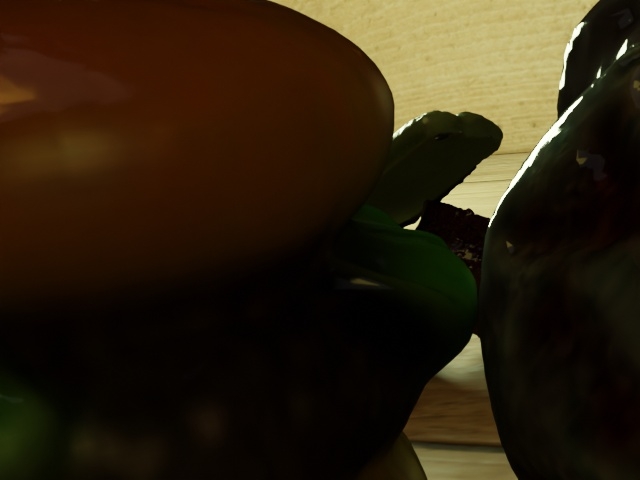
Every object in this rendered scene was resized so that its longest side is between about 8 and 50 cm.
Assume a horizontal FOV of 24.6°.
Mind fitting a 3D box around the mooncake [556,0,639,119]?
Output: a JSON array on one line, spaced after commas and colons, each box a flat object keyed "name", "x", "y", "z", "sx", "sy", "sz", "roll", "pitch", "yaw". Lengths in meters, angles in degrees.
[{"name": "mooncake", "x": 0.353, "y": -0.096, "z": 0.951, "sx": 0.381, "sy": 0.351, "sz": 0.212, "roll": -18, "pitch": 17, "yaw": -6}]

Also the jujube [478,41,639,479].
[{"name": "jujube", "x": 0.200, "y": 0.029, "z": 0.433, "sx": 0.307, "sy": 0.215, "sz": 0.247, "roll": 4, "pitch": 39, "yaw": -6}]

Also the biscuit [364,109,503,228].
[{"name": "biscuit", "x": 0.000, "y": 0.000, "z": 1.079, "sx": 0.099, "sy": 0.038, "sz": 0.322, "roll": 1, "pitch": -30, "yaw": -46}]

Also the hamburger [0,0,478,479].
[{"name": "hamburger", "x": -0.140, "y": 0.041, "z": 0.492, "sx": 0.395, "sy": 0.278, "sz": 0.396, "roll": -7, "pitch": 8, "yaw": 1}]

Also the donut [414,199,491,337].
[{"name": "donut", "x": 0.118, "y": 0.028, "z": 1.019, "sx": 0.059, "sy": 0.140, "sz": 0.140, "roll": -54, "pitch": 21, "yaw": -11}]
